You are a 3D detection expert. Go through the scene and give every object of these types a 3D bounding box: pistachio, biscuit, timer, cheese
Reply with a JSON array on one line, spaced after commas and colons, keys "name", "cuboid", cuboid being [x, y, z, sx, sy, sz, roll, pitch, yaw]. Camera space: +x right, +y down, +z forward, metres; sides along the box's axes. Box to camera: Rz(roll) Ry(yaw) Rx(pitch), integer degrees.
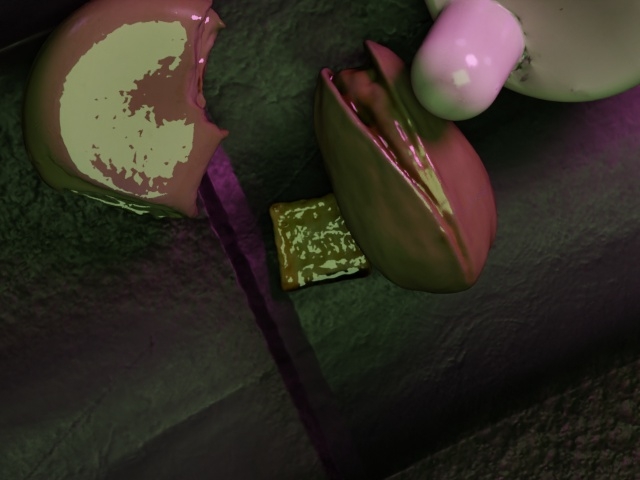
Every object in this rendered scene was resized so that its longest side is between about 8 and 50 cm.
[{"name": "pistachio", "cuboid": [0.070, -0.058, 1.501, 0.135, 0.136, 0.226, -28, 99, -2]}, {"name": "biscuit", "cuboid": [0.000, 0.000, 1.562, 0.083, 0.018, 0.081, -12, 103, -7]}, {"name": "timer", "cuboid": [0.185, -0.210, 1.434, 0.233, 0.240, 0.233, 15, 134, 17]}, {"name": "cheese", "cuboid": [-0.153, -0.120, 1.475, 0.175, 0.091, 0.202, 20, 99, -14]}]
